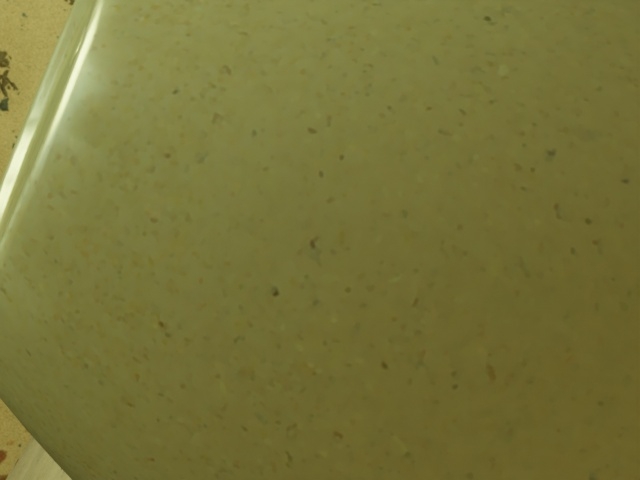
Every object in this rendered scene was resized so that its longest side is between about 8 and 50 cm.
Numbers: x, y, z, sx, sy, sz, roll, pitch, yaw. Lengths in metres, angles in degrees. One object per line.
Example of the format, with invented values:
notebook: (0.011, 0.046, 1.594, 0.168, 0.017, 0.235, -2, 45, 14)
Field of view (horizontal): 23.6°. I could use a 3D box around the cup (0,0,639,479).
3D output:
cup: (0.000, 0.000, 0.592, 0.331, 0.237, 0.331, -158, 90, -76)
